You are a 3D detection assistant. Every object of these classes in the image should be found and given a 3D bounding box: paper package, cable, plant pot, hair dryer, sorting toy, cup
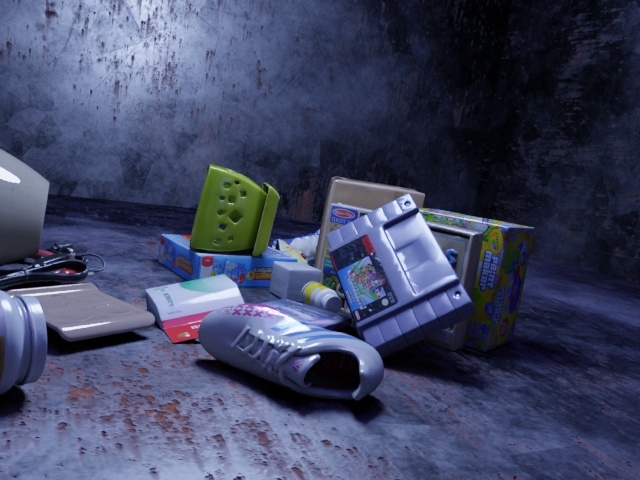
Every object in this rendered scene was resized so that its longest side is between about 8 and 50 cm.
[{"bbox_3d":[0.152,-0.022,1.955,0.310,0.324,0.168,9,8,-3],"label":"paper package"},{"bbox_3d":[-0.642,0.089,1.376,0.140,0.072,0.287,22,25,25],"label":"cable"},{"bbox_3d":[-0.238,-0.080,1.716,0.207,0.228,0.227,13,6,-12],"label":"plant pot"},{"bbox_3d":[-0.728,0.023,1.578,0.224,0.080,0.294,16,12,40],"label":"hair dryer"},{"bbox_3d":[-0.444,0.133,1.134,0.208,0.038,0.193,20,13,34],"label":"sorting toy"},{"bbox_3d":[-0.740,-0.071,1.360,0.237,0.330,0.331,8,7,-24],"label":"cup"}]

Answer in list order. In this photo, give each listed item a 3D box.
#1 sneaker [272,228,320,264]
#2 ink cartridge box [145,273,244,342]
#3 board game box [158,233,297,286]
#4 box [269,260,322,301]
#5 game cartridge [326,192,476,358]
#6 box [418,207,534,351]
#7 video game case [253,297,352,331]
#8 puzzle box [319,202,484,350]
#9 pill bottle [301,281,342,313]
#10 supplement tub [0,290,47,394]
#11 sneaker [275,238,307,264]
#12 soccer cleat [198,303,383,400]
[{"bbox_3d":[0.001,0.000,2.148,0.316,0.182,0.127,11,7,18],"label":"sneaker"},{"bbox_3d":[-0.247,0.134,1.263,0.181,0.056,0.225,-10,14,-26],"label":"ink cartridge box"},{"bbox_3d":[-0.276,0.057,1.792,0.302,0.086,0.308,3,9,-34],"label":"board game box"},{"bbox_3d":[-0.067,0.108,1.631,0.102,0.087,0.101,3,9,-31],"label":"box"},{"bbox_3d":[0.152,0.064,1.306,0.230,0.068,0.355,-24,43,3],"label":"game cartridge"},{"bbox_3d":[0.334,0.083,1.500,0.279,0.289,0.177,15,9,37],"label":"box"},{"bbox_3d":[-0.081,0.176,1.360,0.196,0.026,0.274,13,8,31],"label":"video game case"},{"bbox_3d":[0.176,0.073,1.474,0.409,0.271,0.052,14,9,39],"label":"puzzle box"},{"bbox_3d":[0.004,0.145,1.522,0.065,0.065,0.116,4,10,-30],"label":"pill bottle"},{"bbox_3d":[-0.474,0.136,0.786,0.200,0.144,0.144,2,10,-43],"label":"supplement tub"},{"bbox_3d":[-0.099,0.057,2.038,0.094,0.081,0.208,6,19,-19],"label":"sneaker"},{"bbox_3d":[-0.061,0.181,1.005,0.332,0.115,0.143,10,8,12],"label":"soccer cleat"}]
